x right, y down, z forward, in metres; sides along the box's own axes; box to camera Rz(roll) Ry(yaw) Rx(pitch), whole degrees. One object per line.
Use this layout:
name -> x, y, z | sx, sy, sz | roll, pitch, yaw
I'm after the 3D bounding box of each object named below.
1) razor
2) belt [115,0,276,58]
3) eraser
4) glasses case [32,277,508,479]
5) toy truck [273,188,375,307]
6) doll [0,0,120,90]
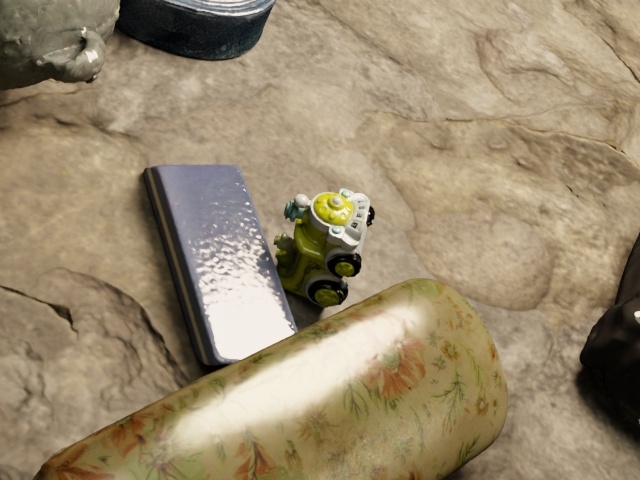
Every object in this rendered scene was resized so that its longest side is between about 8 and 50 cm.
razor -> 0.380, 0.063, 1.174 | 0.189, 0.107, 0.327 | 37, 47, 4
belt -> -0.131, -0.258, 1.191 | 0.190, 0.082, 0.141 | 16, 53, -13
eraser -> -0.085, 0.015, 1.022 | 0.082, 0.036, 0.225 | -2, 55, -29
glasses case -> -0.020, 0.155, 0.892 | 0.425, 0.098, 0.156 | -24, 83, -38
toy truck -> 0.000, 0.000, 1.030 | 0.077, 0.111, 0.076 | 20, 46, -4
doll -> -0.327, -0.204, 1.027 | 0.340, 0.158, 0.246 | 1, 54, 10
